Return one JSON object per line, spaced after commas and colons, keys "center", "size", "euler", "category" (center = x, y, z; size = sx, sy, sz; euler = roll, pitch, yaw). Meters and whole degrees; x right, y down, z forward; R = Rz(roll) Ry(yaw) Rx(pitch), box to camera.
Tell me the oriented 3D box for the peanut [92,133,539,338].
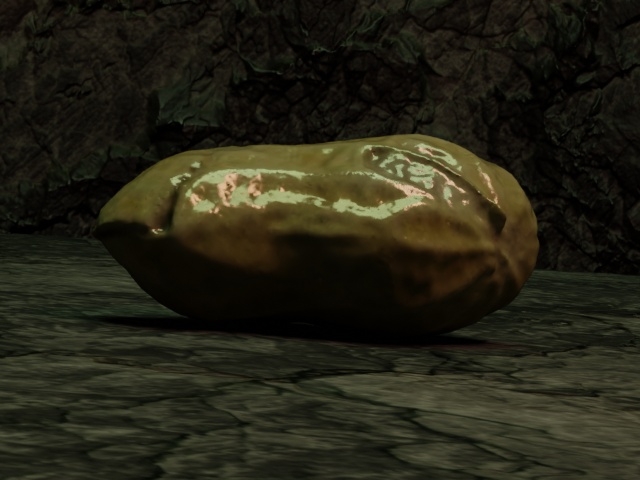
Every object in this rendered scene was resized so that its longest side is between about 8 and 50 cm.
{"center": [0.000, -0.001, 1.340], "size": [0.340, 0.158, 0.174], "euler": [0, 32, 2], "category": "peanut"}
